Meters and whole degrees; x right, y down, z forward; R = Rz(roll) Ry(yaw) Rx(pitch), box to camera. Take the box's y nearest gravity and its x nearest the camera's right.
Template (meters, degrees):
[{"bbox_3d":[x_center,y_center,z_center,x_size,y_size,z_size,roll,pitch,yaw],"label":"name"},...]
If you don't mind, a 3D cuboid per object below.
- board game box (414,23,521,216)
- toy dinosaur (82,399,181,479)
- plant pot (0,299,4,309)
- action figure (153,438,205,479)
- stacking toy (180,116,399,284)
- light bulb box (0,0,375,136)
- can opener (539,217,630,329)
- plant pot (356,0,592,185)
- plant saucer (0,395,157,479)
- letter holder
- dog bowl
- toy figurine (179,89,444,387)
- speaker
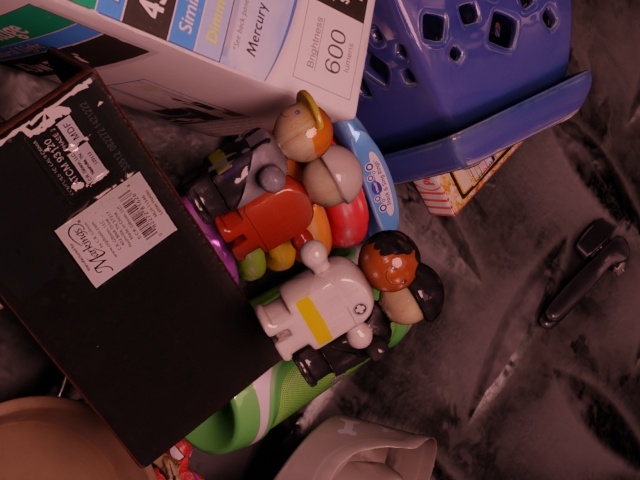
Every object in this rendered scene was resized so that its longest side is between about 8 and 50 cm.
[{"bbox_3d":[0.173,-0.145,1.366,0.193,0.045,0.147,-45,119,-27],"label":"board game box"},{"bbox_3d":[-0.188,0.154,1.102,0.093,0.053,0.183,-5,73,-39],"label":"toy dinosaur"},{"bbox_3d":[-0.416,0.030,0.805,0.274,0.256,0.256,-38,117,-12],"label":"plant pot"},{"bbox_3d":[-0.129,0.330,1.112,0.091,0.139,0.280,2,90,-39],"label":"action figure"},{"bbox_3d":[-0.088,-0.015,1.121,0.302,0.166,0.175,-30,119,-18],"label":"stacking toy"},{"bbox_3d":[-0.143,-0.310,0.971,0.361,0.225,0.358,16,79,-39],"label":"light bulb box"},{"bbox_3d":[0.354,0.053,1.534,0.186,0.073,0.059,-48,160,-22],"label":"can opener"},{"bbox_3d":[0.124,-0.186,1.175,0.236,0.236,0.212,-26,99,-29],"label":"plant pot"},{"bbox_3d":[-0.256,0.271,0.979,0.278,0.041,0.278,1,89,-44],"label":"plant saucer"},{"bbox_3d":[-0.200,0.001,0.948,0.152,0.214,0.302,-38,122,-12],"label":"letter holder"},{"bbox_3d":[-0.006,0.330,1.128,0.349,0.102,0.349,-54,159,-32],"label":"dog bowl"},{"bbox_3d":[0.000,0.000,0.957,0.148,0.209,0.213,-31,71,-1],"label":"toy figurine"},{"bbox_3d":[-0.023,0.100,1.154,0.296,0.131,0.131,-29,112,-45],"label":"speaker"}]
